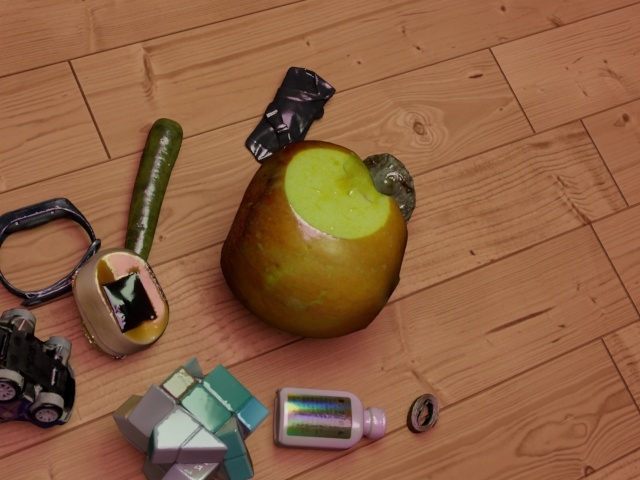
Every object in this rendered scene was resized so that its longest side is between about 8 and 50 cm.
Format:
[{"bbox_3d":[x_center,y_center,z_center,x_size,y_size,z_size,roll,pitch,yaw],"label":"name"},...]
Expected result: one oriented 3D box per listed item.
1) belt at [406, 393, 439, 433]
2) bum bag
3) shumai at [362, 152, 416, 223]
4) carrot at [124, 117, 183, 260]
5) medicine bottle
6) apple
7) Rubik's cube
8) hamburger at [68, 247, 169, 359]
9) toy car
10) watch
[{"bbox_3d":[0.213,0.357,1.999,0.059,0.036,0.083,30,66,-4],"label":"belt"},{"bbox_3d":[-0.065,-0.273,2.150,0.123,0.060,0.248,29,66,-4],"label":"bum bag"},{"bbox_3d":[0.103,-0.093,2.061,0.142,0.184,0.184,-30,79,-39],"label":"shumai"},{"bbox_3d":[-0.353,-0.088,1.998,0.074,0.074,0.358,15,69,-10],"label":"carrot"},{"bbox_3d":[0.019,0.356,1.921,0.219,0.078,0.115,6,66,-13],"label":"medicine bottle"},{"bbox_3d":[0.000,0.000,1.899,0.374,0.374,0.384,28,82,-4],"label":"apple"},{"bbox_3d":[-0.238,0.361,1.777,0.265,0.224,0.213,42,49,5],"label":"Rubik's cube"},{"bbox_3d":[-0.384,0.119,1.871,0.173,0.116,0.210,-31,95,-32],"label":"hamburger"},{"bbox_3d":[-0.558,0.247,1.754,0.235,0.158,0.172,45,26,-37],"label":"toy car"},{"bbox_3d":[-0.535,0.020,1.905,0.206,0.068,0.193,-17,78,-17],"label":"watch"}]
